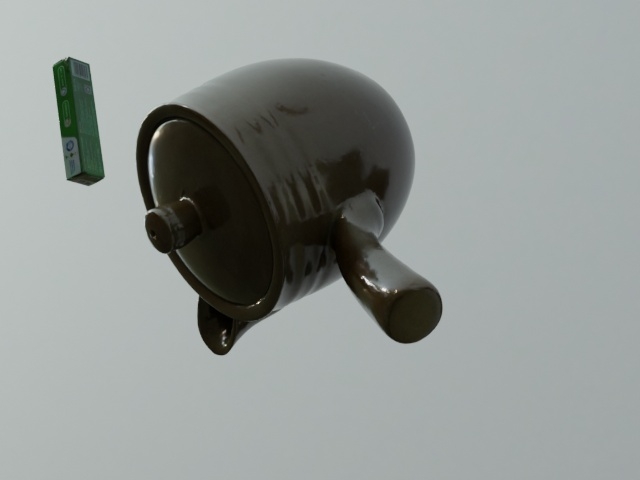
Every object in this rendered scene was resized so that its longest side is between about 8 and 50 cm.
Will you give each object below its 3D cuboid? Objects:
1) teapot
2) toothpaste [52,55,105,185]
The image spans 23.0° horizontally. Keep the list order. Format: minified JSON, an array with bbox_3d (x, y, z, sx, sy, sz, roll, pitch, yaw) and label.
[{"bbox_3d":[0.000,0.000,0.437,0.110,0.080,0.085,31,-43,40],"label":"teapot"},{"bbox_3d":[-0.155,-0.076,1.005,0.017,0.083,0.020,-24,-24,33],"label":"toothpaste"}]
